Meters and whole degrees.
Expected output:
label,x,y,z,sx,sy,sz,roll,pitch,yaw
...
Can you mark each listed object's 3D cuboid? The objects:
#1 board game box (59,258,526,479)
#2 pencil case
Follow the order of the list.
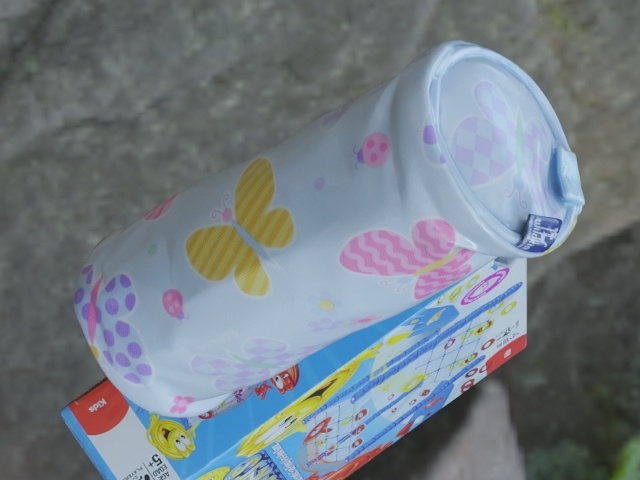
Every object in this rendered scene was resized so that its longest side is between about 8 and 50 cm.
label,x,y,z,sx,sy,sz,roll,pitch,yaw
board game box,-0.002,0.093,1.317,0.086,0.302,0.308,53,-5,17
pencil case,0.000,0.000,0.974,0.124,0.273,0.113,7,63,-50
